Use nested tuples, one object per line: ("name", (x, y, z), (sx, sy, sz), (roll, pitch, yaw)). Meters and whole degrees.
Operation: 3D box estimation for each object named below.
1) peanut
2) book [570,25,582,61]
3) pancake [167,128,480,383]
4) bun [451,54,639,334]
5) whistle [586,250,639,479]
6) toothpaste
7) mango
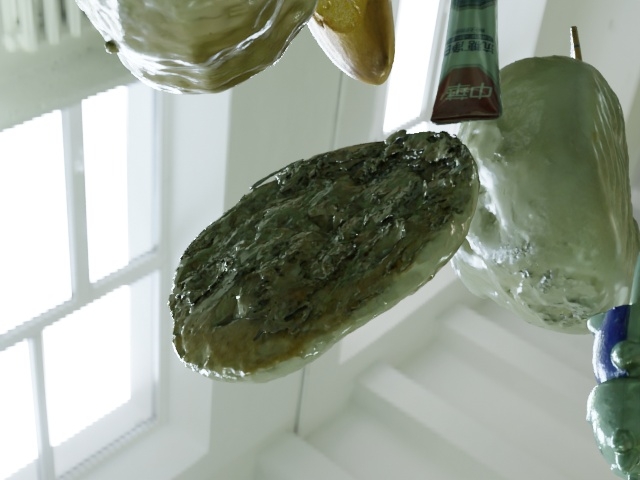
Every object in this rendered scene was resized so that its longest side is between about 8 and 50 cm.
("peanut", (-0.068, -0.159, 0.586), (0.149, 0.149, 0.313), (5, 180, -3))
("book", (0.427, -0.235, 1.733), (0.018, 0.170, 0.241), (-1, -148, 11))
("pancake", (-0.001, -0.001, 0.776), (0.282, 0.049, 0.282), (-26, -154, 14))
("bun", (0.258, -0.055, 1.238), (0.235, 0.326, 0.362), (-4, -165, 14))
("whistle", (0.283, 0.110, 0.916), (0.092, 0.110, 0.244), (-9, -124, 36))
("toothpaste", (0.137, -0.198, 0.936), (0.062, 0.039, 0.239), (-2, -122, 16))
("mango", (0.046, -0.318, 1.454), (0.102, 0.141, 0.217), (-19, -95, -53))
